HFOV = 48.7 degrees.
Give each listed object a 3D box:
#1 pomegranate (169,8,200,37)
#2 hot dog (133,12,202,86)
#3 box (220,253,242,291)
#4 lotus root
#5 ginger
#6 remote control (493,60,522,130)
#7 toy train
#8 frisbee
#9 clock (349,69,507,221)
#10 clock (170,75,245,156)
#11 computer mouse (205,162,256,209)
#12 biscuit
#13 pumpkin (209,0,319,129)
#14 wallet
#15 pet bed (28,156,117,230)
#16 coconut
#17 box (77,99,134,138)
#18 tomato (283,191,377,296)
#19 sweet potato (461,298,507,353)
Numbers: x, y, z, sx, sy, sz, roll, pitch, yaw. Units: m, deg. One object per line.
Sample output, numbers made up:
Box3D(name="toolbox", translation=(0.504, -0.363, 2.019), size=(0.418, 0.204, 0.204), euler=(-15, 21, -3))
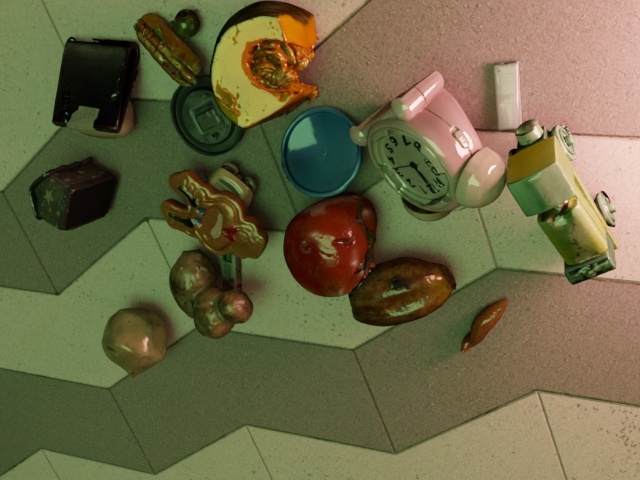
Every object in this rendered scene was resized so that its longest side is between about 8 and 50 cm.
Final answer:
Box3D(name="pomegranate", translation=(-0.359, -0.577, 1.865), size=(0.085, 0.073, 0.073), euler=(38, 123, 21))
Box3D(name="hot dog", translation=(-0.408, -0.505, 1.885), size=(0.250, 0.076, 0.104), euler=(51, 126, 13))
Box3D(name="box", translation=(-0.273, 0.072, 2.159), size=(0.050, 0.041, 0.207), euler=(10, 117, 19))
Box3D(name="lotus root", translation=(0.219, 0.128, 1.923), size=(0.291, 0.193, 0.193), euler=(-12, 110, 25))
Box3D(name="ginger", translation=(-0.330, 0.178, 2.127), size=(0.304, 0.155, 0.244), euler=(36, 127, 26))
Box3D(name="remote control", translation=(0.448, -0.345, 1.693), size=(0.061, 0.029, 0.162), euler=(-3, 113, 20))
Box3D(name="toy train", translation=(0.560, -0.084, 1.626), size=(0.160, 0.253, 0.397), euler=(-26, 114, 30))
Box3D(name="frisbee", translation=(0.005, -0.234, 1.884), size=(0.242, 0.045, 0.241), euler=(2, 96, 25))
Box3D(name="clock", translation=(0.260, -0.203, 1.695), size=(0.325, 0.184, 0.342), euler=(54, 163, -7))
Box3D(name="clock", translation=(-0.310, -0.348, 1.968), size=(0.226, 0.049, 0.225), euler=(9, 118, 17))
Box3D(name="computer mouse", translation=(-0.282, -0.114, 2.048), size=(0.145, 0.082, 0.236), euler=(36, 122, 1))
Box3D(name="biscuit", translation=(-0.303, -0.058, 2.010), size=(0.334, 0.047, 0.202), euler=(31, 123, 3))
Box3D(name="pumpkin", translation=(-0.143, -0.440, 1.769), size=(0.257, 0.225, 0.303), euler=(0, 108, 16))
Box3D(name="wallet", translation=(-0.632, -0.437, 1.971), size=(0.221, 0.071, 0.262), euler=(9, 86, 15))
Box3D(name="pet bed", translation=(-0.751, -0.147, 2.137), size=(0.159, 0.211, 0.183), euler=(32, 123, 15))
Box3D(name="coconut", translation=(-0.603, 0.333, 2.298), size=(0.224, 0.224, 0.224), euler=(8, 117, 17))
Box3D(name="box", translation=(-0.637, -0.369, 2.055), size=(0.201, 0.088, 0.145), euler=(8, 115, 16))
Box3D(name="tomato", translation=(0.000, -0.001, 1.886), size=(0.309, 0.170, 0.308), euler=(-9, 74, 32))
Box3D(name="sweet potato", translation=(0.448, 0.234, 1.957), size=(0.058, 0.055, 0.202), euler=(33, 120, 2))
